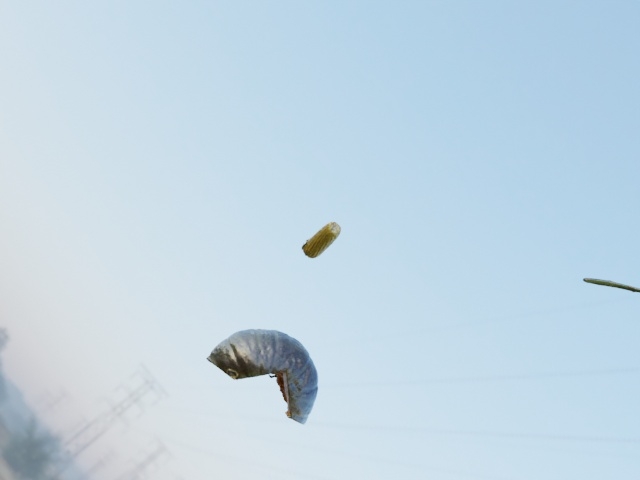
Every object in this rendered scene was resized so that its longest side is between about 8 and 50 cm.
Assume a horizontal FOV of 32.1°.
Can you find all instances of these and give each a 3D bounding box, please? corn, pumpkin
[{"bbox_3d":[0.000,0.000,1.460,0.028,0.027,0.083,47,-39,1],"label":"corn"},{"bbox_3d":[-0.073,0.193,1.716,0.184,0.107,0.119,34,2,-16],"label":"pumpkin"}]

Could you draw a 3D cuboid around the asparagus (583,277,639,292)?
[{"bbox_3d":[0.523,0.081,1.917,0.166,0.016,0.013,12,-10,46],"label":"asparagus"}]
